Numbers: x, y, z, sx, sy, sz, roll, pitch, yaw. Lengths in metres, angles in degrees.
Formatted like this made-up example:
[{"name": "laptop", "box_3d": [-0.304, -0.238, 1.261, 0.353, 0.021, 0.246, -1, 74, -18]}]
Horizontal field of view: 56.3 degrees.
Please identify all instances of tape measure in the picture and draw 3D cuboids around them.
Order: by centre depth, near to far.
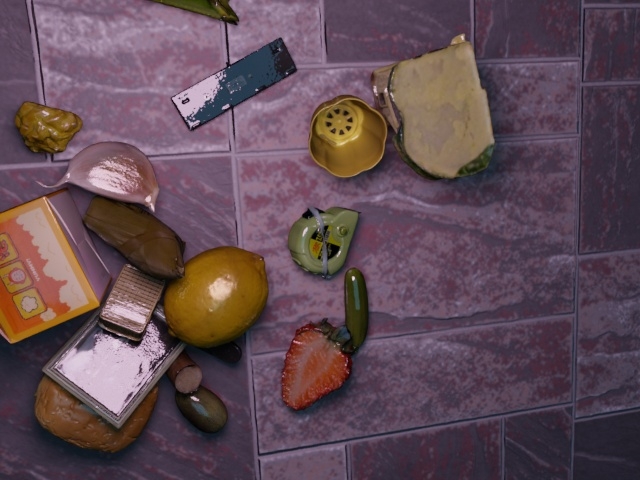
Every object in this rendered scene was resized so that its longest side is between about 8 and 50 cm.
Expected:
[{"name": "tape measure", "box_3d": [0.000, 0.000, 1.577, 0.175, 0.106, 0.200, 12, 98, -29]}]

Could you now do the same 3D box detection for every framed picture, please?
[{"name": "framed picture", "box_3d": [-0.481, 0.266, 1.456, 0.232, 0.019, 0.296, 38, 61, -3]}]

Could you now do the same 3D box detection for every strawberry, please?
[{"name": "strawberry", "box_3d": [-0.006, 0.327, 1.633, 0.188, 0.106, 0.286, 35, 104, 6]}]

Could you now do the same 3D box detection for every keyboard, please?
[{"name": "keyboard", "box_3d": [-0.216, -0.396, 1.500, 0.317, 0.027, 0.106, -30, 108, -7]}]

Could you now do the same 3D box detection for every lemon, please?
[{"name": "lemon", "box_3d": [-0.256, 0.138, 1.472, 0.263, 0.236, 0.236, -14, 102, -17]}]

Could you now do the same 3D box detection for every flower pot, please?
[{"name": "flower pot", "box_3d": [0.060, -0.276, 1.495, 0.195, 0.179, 0.195, -2, 115, -4]}]

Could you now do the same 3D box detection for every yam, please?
[{"name": "yam", "box_3d": [-0.359, 0.327, 1.532, 0.084, 0.127, 0.084, -13, 116, -28]}]

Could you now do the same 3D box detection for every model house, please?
[{"name": "model house", "box_3d": [0.245, -0.310, 1.492, 0.261, 0.266, 0.321, -21, 105, -16]}]

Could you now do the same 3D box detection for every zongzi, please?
[{"name": "zongzi", "box_3d": [-0.428, -0.007, 1.375, 0.260, 0.289, 0.123, 35, 87, -15]}]

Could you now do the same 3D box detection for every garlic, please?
[{"name": "garlic", "box_3d": [-0.513, -0.167, 1.401, 0.266, 0.148, 0.128, 5, 118, -20]}]

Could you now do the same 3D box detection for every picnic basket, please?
[{"name": "picnic basket", "box_3d": [-0.457, 0.151, 1.457, 0.115, 0.079, 0.164, 24, 62, -10]}]

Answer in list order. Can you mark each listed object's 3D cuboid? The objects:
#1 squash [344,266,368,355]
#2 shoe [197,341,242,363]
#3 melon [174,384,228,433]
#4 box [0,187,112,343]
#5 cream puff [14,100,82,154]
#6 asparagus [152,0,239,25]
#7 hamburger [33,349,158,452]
[{"name": "squash", "box_3d": [0.100, 0.198, 1.652, 0.066, 0.066, 0.252, -5, 101, -13]}, {"name": "shoe", "box_3d": [-0.283, 0.262, 1.578, 0.179, 0.049, 0.071, 29, 103, 6]}, {"name": "melon", "box_3d": [-0.315, 0.439, 1.576, 0.099, 0.099, 0.162, -45, 100, -3]}, {"name": "box", "box_3d": [-0.630, 0.044, 1.339, 0.214, 0.283, 0.259, -25, 104, -10]}, {"name": "cream puff", "box_3d": [-0.628, -0.252, 1.369, 0.146, 0.146, 0.116, 16, 96, -15]}, {"name": "asparagus", "box_3d": [-0.366, -0.610, 1.390, 0.382, 0.108, 0.128, 11, 95, -17]}, {"name": "hamburger", "box_3d": [-0.555, 0.387, 1.489, 0.283, 0.144, 0.259, 21, 95, -12]}]
